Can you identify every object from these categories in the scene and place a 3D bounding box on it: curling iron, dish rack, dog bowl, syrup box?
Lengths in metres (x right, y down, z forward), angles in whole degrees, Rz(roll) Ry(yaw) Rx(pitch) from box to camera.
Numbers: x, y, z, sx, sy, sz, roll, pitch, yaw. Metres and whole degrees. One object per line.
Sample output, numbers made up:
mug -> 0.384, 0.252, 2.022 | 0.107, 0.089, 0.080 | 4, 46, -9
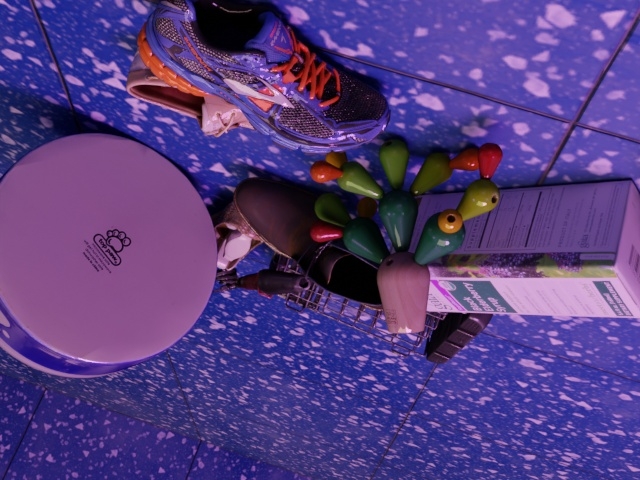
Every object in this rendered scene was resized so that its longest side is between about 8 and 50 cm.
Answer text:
curling iron -> -0.077, 0.054, 1.039 | 0.068, 0.035, 0.274 | -9, -176, -27
dish rack -> 0.071, 0.062, 1.062 | 0.272, 0.074, 0.208 | 22, 154, 0
dog bowl -> -0.254, 0.017, 0.971 | 0.265, 0.264, 0.104 | 30, 152, -22
syrup box -> 0.191, 0.012, 0.832 | 0.237, 0.096, 0.093 | -3, 145, 39

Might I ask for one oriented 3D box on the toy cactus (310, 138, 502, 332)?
toy cactus -> 0.072, -0.005, 0.794 | 0.219, 0.180, 0.112 | -4, 180, 36

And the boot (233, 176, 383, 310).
boot -> 0.000, 0.000, 0.911 | 0.219, 0.082, 0.106 | 33, -179, 0

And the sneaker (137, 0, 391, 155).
sneaker -> -0.041, -0.141, 0.711 | 0.221, 0.083, 0.087 | 21, 148, -11

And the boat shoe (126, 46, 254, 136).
boat shoe -> -0.099, -0.126, 0.803 | 0.170, 0.059, 0.063 | 21, 156, -3

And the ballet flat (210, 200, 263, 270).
ballet flat -> -0.111, -0.002, 1.061 | 0.073, 0.067, 0.206 | 26, 155, -11
